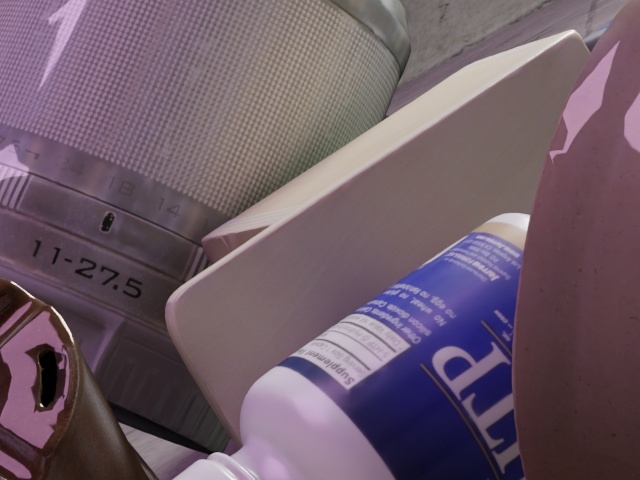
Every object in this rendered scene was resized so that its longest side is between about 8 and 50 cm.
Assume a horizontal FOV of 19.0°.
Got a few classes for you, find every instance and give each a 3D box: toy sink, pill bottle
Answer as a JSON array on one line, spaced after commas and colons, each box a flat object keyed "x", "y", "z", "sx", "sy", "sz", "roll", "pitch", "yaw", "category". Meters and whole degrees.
[{"x": 0.041, "y": 0.032, "z": 0.888, "sx": 0.234, "sy": 0.153, "sz": 0.131, "roll": -35, "pitch": 9, "yaw": -19, "category": "toy sink"}, {"x": 0.033, "y": 0.082, "z": 0.752, "sx": 0.186, "sy": 0.112, "sz": 0.112, "roll": -34, "pitch": 9, "yaw": -18, "category": "pill bottle"}]

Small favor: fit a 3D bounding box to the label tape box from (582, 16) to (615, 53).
[{"x": 0.288, "y": -0.143, "z": 1.202, "sx": 0.240, "sy": 0.106, "sz": 0.333, "roll": -35, "pitch": 10, "yaw": -32, "category": "label tape box"}]

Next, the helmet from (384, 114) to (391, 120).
[{"x": 0.000, "y": 0.000, "z": 1.187, "sx": 0.161, "sy": 0.169, "sz": 0.169, "roll": -16, "pitch": 4, "yaw": -17, "category": "helmet"}]

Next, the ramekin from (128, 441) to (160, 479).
[{"x": -0.166, "y": 0.167, "z": 0.964, "sx": 0.207, "sy": 0.109, "sz": 0.207, "roll": -30, "pitch": 8, "yaw": 5, "category": "ramekin"}]

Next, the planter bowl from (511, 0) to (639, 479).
[{"x": 0.135, "y": 0.017, "z": 0.469, "sx": 0.109, "sy": 0.162, "sz": 0.162, "roll": 11, "pitch": 34, "yaw": 34, "category": "planter bowl"}]

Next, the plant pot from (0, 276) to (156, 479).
[{"x": -0.138, "y": 0.111, "z": 0.771, "sx": 0.167, "sy": 0.165, "sz": 0.167, "roll": -4, "pitch": 49, "yaw": 5, "category": "plant pot"}]

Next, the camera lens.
[{"x": -0.091, "y": -0.048, "z": 1.025, "sx": 0.274, "sy": 0.219, "sz": 0.219, "roll": -68, "pitch": 17, "yaw": -9, "category": "camera lens"}]
